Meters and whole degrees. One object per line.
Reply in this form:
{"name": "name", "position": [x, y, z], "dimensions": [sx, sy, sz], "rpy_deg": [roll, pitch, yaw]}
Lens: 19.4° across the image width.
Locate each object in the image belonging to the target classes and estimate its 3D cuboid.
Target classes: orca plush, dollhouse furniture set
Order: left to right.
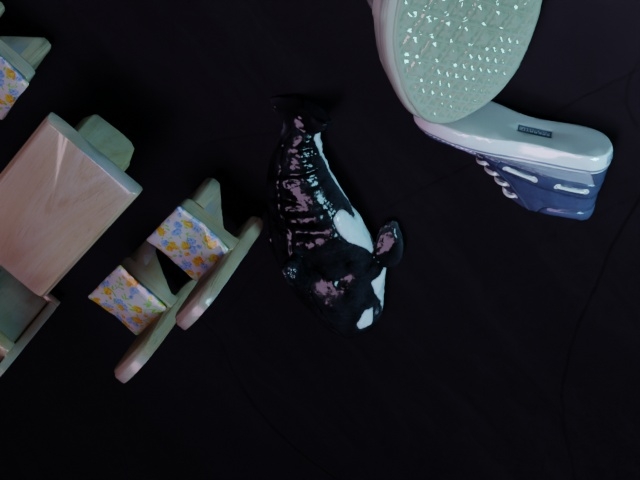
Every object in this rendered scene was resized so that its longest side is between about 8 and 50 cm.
{"name": "dollhouse furniture set", "position": [-0.337, 0.031, 1.950], "dimensions": [0.362, 0.256, 0.394], "rpy_deg": [40, 135, -7]}
{"name": "orca plush", "position": [0.000, 0.000, 1.888], "dimensions": [0.151, 0.102, 0.287], "rpy_deg": [13, 132, 15]}

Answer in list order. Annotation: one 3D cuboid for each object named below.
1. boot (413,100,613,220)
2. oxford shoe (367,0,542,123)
{"name": "boot", "position": [0.175, -0.075, 1.766], "dimensions": [0.190, 0.069, 0.086], "rpy_deg": [17, 130, 9]}
{"name": "oxford shoe", "position": [0.089, -0.291, 1.592], "dimensions": [0.130, 0.169, 0.449], "rpy_deg": [47, 161, 43]}
